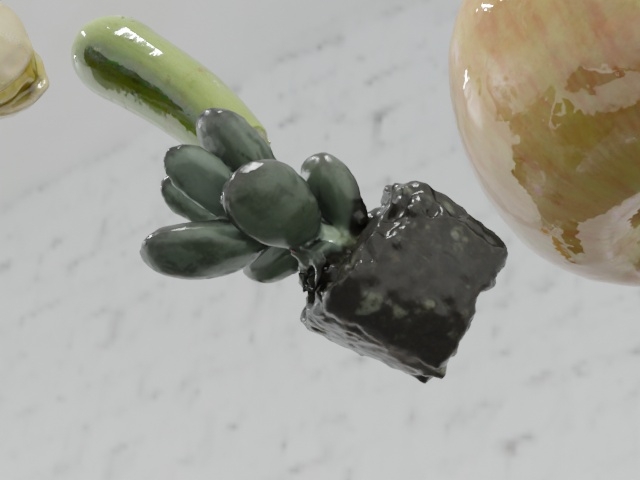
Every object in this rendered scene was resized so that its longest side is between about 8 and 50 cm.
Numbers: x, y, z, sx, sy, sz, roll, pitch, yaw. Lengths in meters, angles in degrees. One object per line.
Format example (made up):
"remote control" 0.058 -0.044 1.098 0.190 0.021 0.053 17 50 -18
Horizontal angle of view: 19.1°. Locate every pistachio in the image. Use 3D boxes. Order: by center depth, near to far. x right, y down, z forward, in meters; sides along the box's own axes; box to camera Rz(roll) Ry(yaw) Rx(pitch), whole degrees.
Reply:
"pistachio" -0.344 -0.162 1.732 0.200 0.145 0.117 27 -28 19

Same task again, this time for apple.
"apple" 0.317 -0.150 1.879 0.391 0.346 0.391 -11 -37 -8

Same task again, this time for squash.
"squash" -0.140 -0.135 1.787 0.250 0.083 0.083 37 -23 27

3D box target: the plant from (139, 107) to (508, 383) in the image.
"plant" 0.002 -0.001 1.493 0.274 0.146 0.149 23 -25 0
